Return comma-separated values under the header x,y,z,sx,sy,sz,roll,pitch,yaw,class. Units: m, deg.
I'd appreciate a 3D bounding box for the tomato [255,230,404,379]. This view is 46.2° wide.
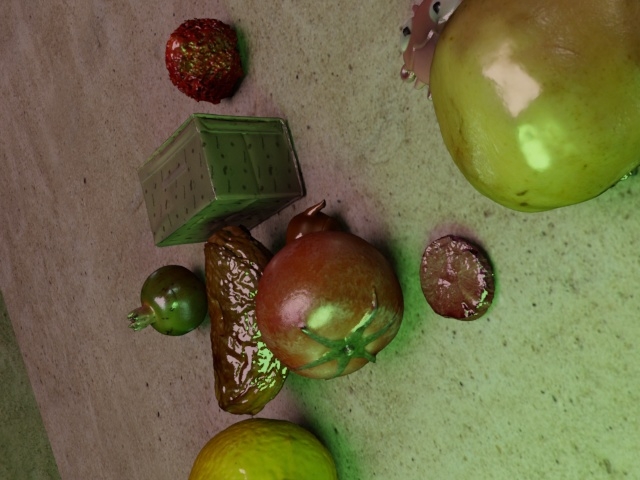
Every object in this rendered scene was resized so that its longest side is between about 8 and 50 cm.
x,y,z,sx,sy,sz,roll,pitch,yaw,class
0.013,0.105,1.333,0.265,0.265,0.265,8,101,49,tomato

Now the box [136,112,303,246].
x,y,z,sx,sy,sz,roll,pitch,yaw,class
-0.222,-0.124,1.614,0.297,0.225,0.190,-27,73,50,box

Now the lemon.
x,y,z,sx,sy,sz,roll,pitch,yaw,class
-0.115,0.516,1.512,0.336,0.336,0.336,8,101,49,lemon

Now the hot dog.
x,y,z,sx,sy,sz,roll,pitch,yaw,class
-0.143,0.159,1.545,0.267,0.174,0.387,177,88,-76,hot dog

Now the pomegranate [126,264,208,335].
x,y,z,sx,sy,sz,roll,pitch,yaw,class
-0.385,0.160,1.860,0.180,0.209,0.180,33,134,41,pomegranate

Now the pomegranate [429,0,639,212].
x,y,z,sx,sy,sz,roll,pitch,yaw,class
0.283,-0.199,0.923,0.332,0.332,0.332,8,101,49,pomegranate

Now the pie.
x,y,z,sx,sy,sz,roll,pitch,yaw,class
0.225,0.065,1.248,0.154,0.036,0.154,9,101,49,pie

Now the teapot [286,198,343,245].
x,y,z,sx,sy,sz,roll,pitch,yaw,class
0.000,0.000,1.467,0.116,0.116,0.173,17,123,48,teapot

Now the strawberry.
x,y,z,sx,sy,sz,roll,pitch,yaw,class
-0.272,-0.406,1.670,0.184,0.201,0.187,44,109,16,strawberry

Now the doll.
x,y,z,sx,sy,sz,roll,pitch,yaw,class
0.211,-0.329,1.171,0.262,0.093,0.211,-27,67,51,doll
